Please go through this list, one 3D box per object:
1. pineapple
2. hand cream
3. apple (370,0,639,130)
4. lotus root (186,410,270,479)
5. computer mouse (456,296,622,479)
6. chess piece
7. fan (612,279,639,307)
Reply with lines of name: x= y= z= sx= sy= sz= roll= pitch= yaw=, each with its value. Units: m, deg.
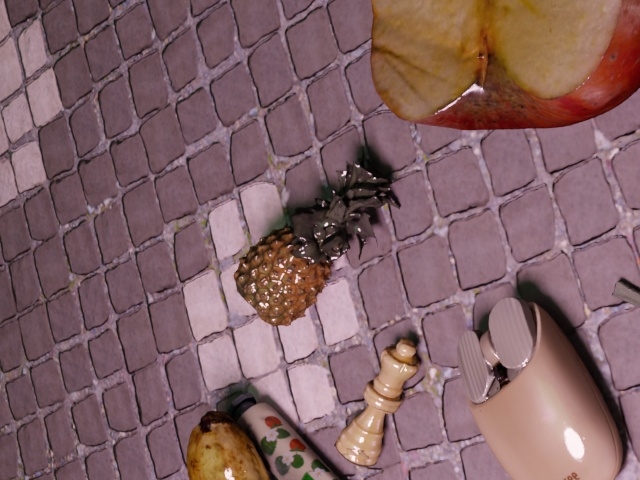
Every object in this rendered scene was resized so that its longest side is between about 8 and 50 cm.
pineapple: x=0.000 y=0.000 z=1.954 sx=0.251 sy=0.125 sz=0.125 roll=-47 pitch=60 yaw=26
hand cream: x=-0.024 y=0.300 z=2.027 sx=0.276 sy=0.059 sz=0.095 roll=43 pitch=131 yaw=32
apple: x=0.193 y=-0.288 z=1.597 sx=0.329 sy=0.295 sz=0.365 roll=-8 pitch=81 yaw=9
lotus root: x=-0.101 y=0.341 z=2.034 sx=0.258 sy=0.097 sz=0.110 roll=62 pitch=155 yaw=-10
computer mouse: x=0.236 y=0.181 z=1.727 sx=0.145 sy=0.082 sz=0.236 roll=-44 pitch=63 yaw=39
chess piece: x=0.075 y=0.193 z=1.917 sx=0.060 sy=0.060 sz=0.172 roll=42 pitch=119 yaw=36
fan: x=0.425 y=0.114 z=1.574 sx=0.335 sy=0.011 sz=0.229 roll=28 pitch=112 yaw=41
